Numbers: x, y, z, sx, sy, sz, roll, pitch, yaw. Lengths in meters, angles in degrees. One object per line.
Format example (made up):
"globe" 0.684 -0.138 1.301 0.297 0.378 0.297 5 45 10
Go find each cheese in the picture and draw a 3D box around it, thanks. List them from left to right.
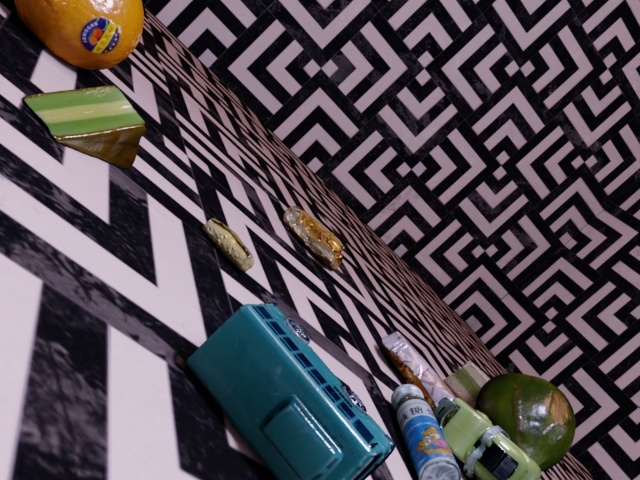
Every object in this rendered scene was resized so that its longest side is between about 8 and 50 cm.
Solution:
"cheese" -0.115 0.005 0.867 0.083 0.030 0.044 44 -15 17

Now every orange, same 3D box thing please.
"orange" -0.331 -0.326 0.946 0.178 0.155 0.177 35 19 -14

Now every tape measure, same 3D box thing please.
"tape measure" 0.256 0.325 1.034 0.154 0.087 0.177 38 -2 41

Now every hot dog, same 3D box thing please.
"hot dog" 0.174 0.239 1.171 0.192 0.053 0.099 51 9 7

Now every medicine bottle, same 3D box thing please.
"medicine bottle" 0.131 0.251 0.876 0.051 0.051 0.191 45 7 -15

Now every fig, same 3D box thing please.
"fig" 0.387 0.372 1.318 0.195 0.195 0.245 46 45 -10

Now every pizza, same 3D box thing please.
"pizza" 0.000 0.000 1.412 0.182 0.062 0.161 43 10 -34

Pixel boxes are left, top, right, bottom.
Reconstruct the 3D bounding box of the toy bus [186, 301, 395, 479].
"toy bus" -0.023 0.130 0.536 0.160 0.079 0.092 48 7 15

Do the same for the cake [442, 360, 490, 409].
"cake" 0.359 0.346 1.494 0.220 0.086 0.117 46 8 -5

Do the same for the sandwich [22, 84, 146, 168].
"sandwich" -0.265 -0.116 0.749 0.116 0.074 0.074 -22 66 -47
